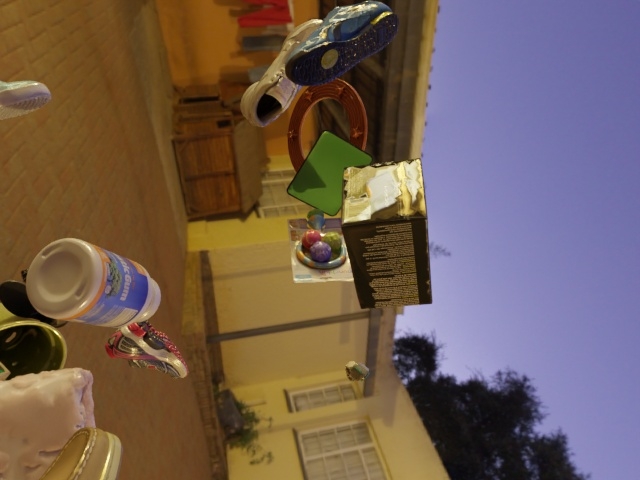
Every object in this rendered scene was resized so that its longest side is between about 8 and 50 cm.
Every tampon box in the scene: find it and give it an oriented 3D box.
[{"bbox_3d":[0.090,-0.006,0.647,0.120,0.102,0.161,-85,165,-45],"label":"tampon box"}]

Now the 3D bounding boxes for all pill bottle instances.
[{"bbox_3d":[-0.448,0.100,1.011,0.272,0.153,0.152,53,25,-72],"label":"pill bottle"}]

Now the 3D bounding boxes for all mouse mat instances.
[{"bbox_3d":[0.023,-0.163,1.210,0.189,0.153,0.007,-56,-157,18],"label":"mouse mat"}]

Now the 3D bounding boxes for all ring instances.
[{"bbox_3d":[0.005,-0.324,1.486,0.337,0.032,0.336,5,-83,46],"label":"ring"}]

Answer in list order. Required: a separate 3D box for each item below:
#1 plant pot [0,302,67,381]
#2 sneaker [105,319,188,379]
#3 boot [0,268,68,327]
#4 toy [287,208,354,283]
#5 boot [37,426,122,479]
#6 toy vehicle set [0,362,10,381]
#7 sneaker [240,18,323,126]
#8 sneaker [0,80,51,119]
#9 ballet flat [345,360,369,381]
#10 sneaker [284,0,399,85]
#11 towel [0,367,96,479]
[{"bbox_3d":[-0.971,0.323,1.498,0.254,0.276,0.275,24,-54,40],"label":"plant pot"},{"bbox_3d":[-0.465,0.307,1.330,0.121,0.112,0.299,41,-15,38],"label":"sneaker"},{"bbox_3d":[-0.924,0.160,1.555,0.229,0.091,0.263,40,-12,41],"label":"boot"},{"bbox_3d":[0.000,0.000,1.090,0.237,0.137,0.056,-102,-168,-56],"label":"toy"},{"bbox_3d":[-0.226,0.163,0.264,0.077,0.165,0.213,-31,-159,36],"label":"boot"},{"bbox_3d":[-0.813,0.265,1.022,0.166,0.035,0.267,41,3,6],"label":"toy vehicle set"},{"bbox_3d":[-0.072,-0.397,1.196,0.305,0.114,0.152,-49,-150,14],"label":"sneaker"},{"bbox_3d":[-0.842,-0.353,1.140,0.135,0.366,0.150,-162,-122,-73],"label":"sneaker"},{"bbox_3d":[0.119,0.445,1.683,0.068,0.072,0.213,43,-15,6],"label":"ballet flat"},{"bbox_3d":[0.020,-0.305,0.743,0.082,0.209,0.069,46,-21,24],"label":"sneaker"},{"bbox_3d":[-0.347,0.293,0.403,0.053,0.332,0.316,126,-46,-76],"label":"towel"}]
